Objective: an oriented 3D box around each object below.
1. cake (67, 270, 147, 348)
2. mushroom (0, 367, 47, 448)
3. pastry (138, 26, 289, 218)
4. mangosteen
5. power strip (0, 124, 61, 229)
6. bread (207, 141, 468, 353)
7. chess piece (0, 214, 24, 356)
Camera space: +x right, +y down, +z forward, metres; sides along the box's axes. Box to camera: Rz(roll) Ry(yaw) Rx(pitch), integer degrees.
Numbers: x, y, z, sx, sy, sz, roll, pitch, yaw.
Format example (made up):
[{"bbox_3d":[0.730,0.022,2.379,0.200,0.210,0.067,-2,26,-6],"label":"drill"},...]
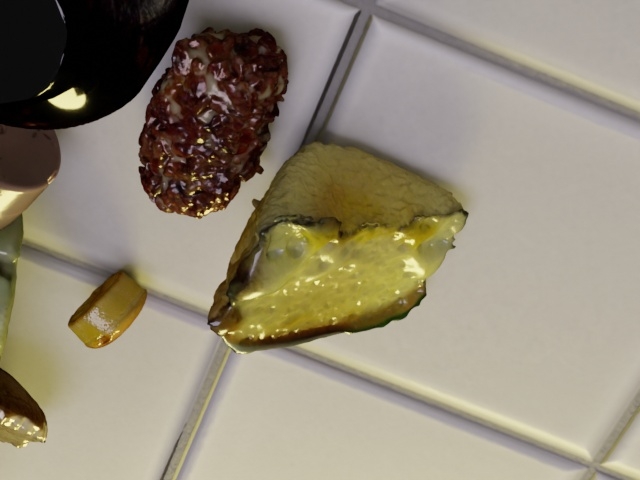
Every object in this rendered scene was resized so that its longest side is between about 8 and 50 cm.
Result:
[{"bbox_3d":[-0.211,0.071,1.651,0.044,0.084,0.084,45,123,-13],"label":"cake"},{"bbox_3d":[-0.394,0.250,1.734,0.233,0.208,0.302,6,112,32],"label":"mushroom"},{"bbox_3d":[-0.100,-0.102,1.494,0.115,0.097,0.208,30,129,3],"label":"pastry"},{"bbox_3d":[-0.252,-0.215,1.354,0.287,0.233,0.288,8,122,12],"label":"mangosteen"},{"bbox_3d":[-0.320,-0.087,1.516,0.154,0.154,0.078,40,123,-16],"label":"power strip"},{"bbox_3d":[-0.008,-0.005,1.517,0.251,0.133,0.174,-10,143,-36],"label":"bread"},{"bbox_3d":[-0.510,0.016,1.559,0.442,0.234,0.234,9,129,-12],"label":"chess piece"}]
